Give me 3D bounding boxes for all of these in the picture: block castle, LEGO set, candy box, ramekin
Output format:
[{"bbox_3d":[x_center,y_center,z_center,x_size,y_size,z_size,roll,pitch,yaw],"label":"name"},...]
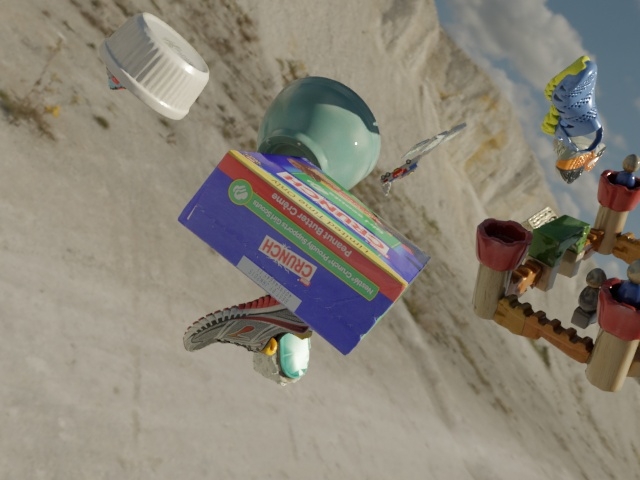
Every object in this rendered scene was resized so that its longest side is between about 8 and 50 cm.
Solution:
[{"bbox_3d":[0.490,0.022,1.090,0.453,0.213,0.303,-19,38,-36],"label":"block castle"},{"bbox_3d":[0.258,-0.204,1.736,0.060,0.182,0.244,60,-30,6],"label":"LEGO set"},{"bbox_3d":[0.000,0.000,0.919,0.268,0.122,0.317,39,14,8],"label":"candy box"},{"bbox_3d":[-0.315,-0.347,1.311,0.207,0.109,0.207,43,15,-14],"label":"ramekin"}]

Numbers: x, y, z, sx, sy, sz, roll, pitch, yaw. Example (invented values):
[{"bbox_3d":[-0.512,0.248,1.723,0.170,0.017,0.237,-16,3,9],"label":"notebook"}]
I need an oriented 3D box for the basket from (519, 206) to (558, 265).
[{"bbox_3d":[0.445,0.016,1.450,0.113,0.167,0.103,-26,79,-40],"label":"basket"}]

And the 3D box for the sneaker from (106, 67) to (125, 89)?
[{"bbox_3d":[-0.476,-0.456,1.724,0.104,0.262,0.125,-33,120,-45],"label":"sneaker"}]

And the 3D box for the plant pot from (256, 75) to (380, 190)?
[{"bbox_3d":[-0.032,-0.208,1.561,0.293,0.293,0.196,47,42,-8],"label":"plant pot"}]

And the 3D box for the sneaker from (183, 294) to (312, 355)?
[{"bbox_3d":[-0.117,0.146,1.074,0.088,0.225,0.092,11,63,-73],"label":"sneaker"}]

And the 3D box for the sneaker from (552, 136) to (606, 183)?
[{"bbox_3d":[0.665,-0.231,1.802,0.121,0.099,0.262,38,33,23],"label":"sneaker"}]

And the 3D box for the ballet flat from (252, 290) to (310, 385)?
[{"bbox_3d":[-0.085,0.103,1.449,0.147,0.409,0.147,8,-11,2],"label":"ballet flat"}]

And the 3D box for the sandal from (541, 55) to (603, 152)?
[{"bbox_3d":[0.595,-0.301,1.534,0.138,0.126,0.317,56,6,24],"label":"sandal"}]
